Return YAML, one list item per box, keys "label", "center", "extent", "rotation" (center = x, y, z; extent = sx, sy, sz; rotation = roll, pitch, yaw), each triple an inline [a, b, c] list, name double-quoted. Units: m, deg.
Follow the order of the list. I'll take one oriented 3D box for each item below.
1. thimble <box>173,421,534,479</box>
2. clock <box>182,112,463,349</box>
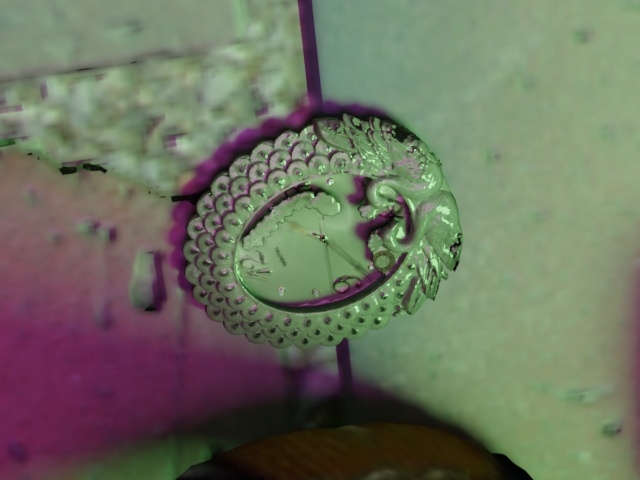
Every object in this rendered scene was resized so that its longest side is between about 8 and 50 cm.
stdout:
- label: "thimble"
  center: [0.013, 0.182, 0.525]
  extent: [0.237, 0.150, 0.237]
  rotation: [-9, 118, -17]
- label: "clock"
  center: [0.000, 0.000, 0.520]
  extent: [0.083, 0.010, 0.074]
  rotation: [-23, 119, 6]
